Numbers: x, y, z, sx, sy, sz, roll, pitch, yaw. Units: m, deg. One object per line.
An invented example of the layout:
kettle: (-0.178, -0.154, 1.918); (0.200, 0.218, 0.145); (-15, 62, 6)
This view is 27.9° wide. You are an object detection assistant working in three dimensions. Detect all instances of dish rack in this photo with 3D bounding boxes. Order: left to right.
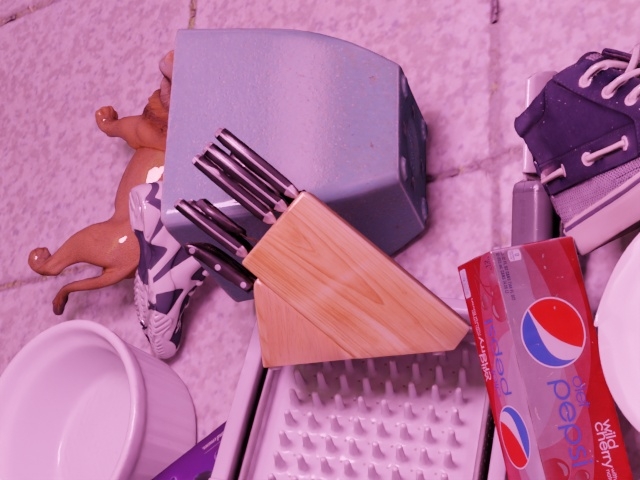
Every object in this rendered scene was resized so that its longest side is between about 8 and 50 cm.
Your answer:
dish rack: (0.049, 0.204, 1.292); (0.286, 0.072, 0.333); (5, 54, 13)

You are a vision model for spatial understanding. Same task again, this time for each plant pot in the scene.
plant pot: (-0.012, -0.093, 1.466); (0.252, 0.248, 0.247); (-6, 65, 15)

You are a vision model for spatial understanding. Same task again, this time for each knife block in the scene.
knife block: (0.000, 0.000, 1.279); (0.276, 0.088, 0.242); (-5, 91, 5)

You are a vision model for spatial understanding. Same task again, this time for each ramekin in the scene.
ramekin: (-0.284, 0.248, 1.595); (0.277, 0.135, 0.277); (-17, 61, 33)

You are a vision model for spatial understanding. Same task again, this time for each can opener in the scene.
can opener: (0.244, -0.036, 1.290); (0.095, 0.076, 0.283); (-5, 81, 50)

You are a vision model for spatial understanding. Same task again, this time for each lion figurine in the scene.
lion figurine: (-0.230, -0.066, 1.694); (0.240, 0.142, 0.392); (15, 86, 48)

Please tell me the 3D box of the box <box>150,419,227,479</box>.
box: (-0.067, 0.296, 1.421); (0.261, 0.103, 0.184); (-40, 53, 18)

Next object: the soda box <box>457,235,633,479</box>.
soda box: (0.211, 0.135, 1.200); (0.083, 0.092, 0.263); (145, 114, -69)

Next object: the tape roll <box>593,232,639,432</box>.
tape roll: (0.384, 0.090, 1.098); (0.246, 0.169, 0.246); (-18, 60, 33)

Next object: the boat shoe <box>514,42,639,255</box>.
boat shoe: (0.288, -0.114, 1.113); (0.158, 0.127, 0.340); (61, 148, 9)

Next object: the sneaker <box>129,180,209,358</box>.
sneaker: (-0.154, 0.031, 1.623); (0.094, 0.153, 0.235); (-149, 52, -63)
